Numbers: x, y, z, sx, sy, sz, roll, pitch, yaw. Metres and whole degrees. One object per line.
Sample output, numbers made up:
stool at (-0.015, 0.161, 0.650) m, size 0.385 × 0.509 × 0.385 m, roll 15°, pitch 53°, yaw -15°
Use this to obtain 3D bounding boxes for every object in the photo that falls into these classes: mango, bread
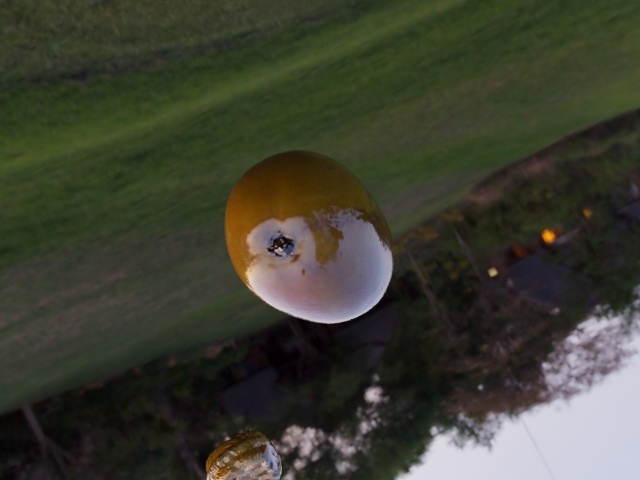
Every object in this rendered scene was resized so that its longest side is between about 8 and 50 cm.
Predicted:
mango at (0.000, 0.000, 1.524) m, size 0.221 × 0.264 × 0.378 m, roll -23°, pitch 164°, yaw 23°
bread at (-0.087, 0.260, 1.108) m, size 0.083 × 0.044 × 0.111 m, roll -32°, pitch 147°, yaw -7°
